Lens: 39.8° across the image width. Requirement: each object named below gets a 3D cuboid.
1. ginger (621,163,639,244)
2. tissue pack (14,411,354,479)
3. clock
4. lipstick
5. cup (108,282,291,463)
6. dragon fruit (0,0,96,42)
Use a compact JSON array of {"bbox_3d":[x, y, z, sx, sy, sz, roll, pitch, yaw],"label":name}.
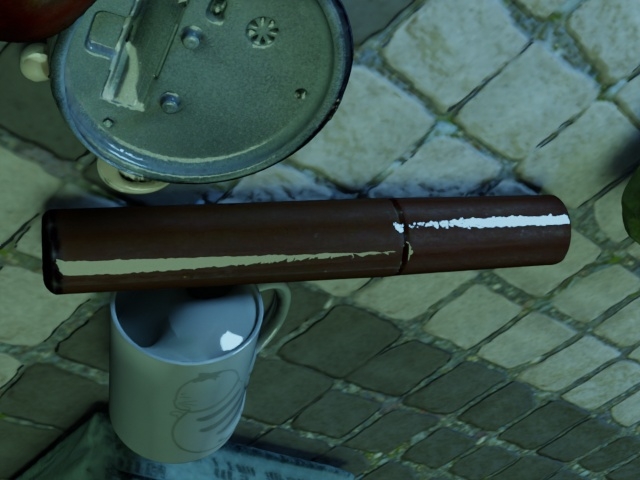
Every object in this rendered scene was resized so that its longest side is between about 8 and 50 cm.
[{"bbox_3d":[0.349,-0.075,0.607,0.290,0.089,0.137,-18,135,0],"label":"ginger"},{"bbox_3d":[-0.138,0.280,0.829,0.228,0.103,0.316,-40,135,26],"label":"tissue pack"},{"bbox_3d":[-0.063,-0.098,0.451,0.156,0.063,0.229,10,132,-31],"label":"clock"},{"bbox_3d":[0.000,0.000,0.592,0.357,0.057,0.057,-2,138,-17],"label":"lipstick"},{"bbox_3d":[-0.080,0.081,0.622,0.136,0.099,0.133,-2,137,-17],"label":"cup"},{"bbox_3d":[-0.148,-0.139,0.290,0.189,0.182,0.182,-28,140,14],"label":"dragon fruit"}]
